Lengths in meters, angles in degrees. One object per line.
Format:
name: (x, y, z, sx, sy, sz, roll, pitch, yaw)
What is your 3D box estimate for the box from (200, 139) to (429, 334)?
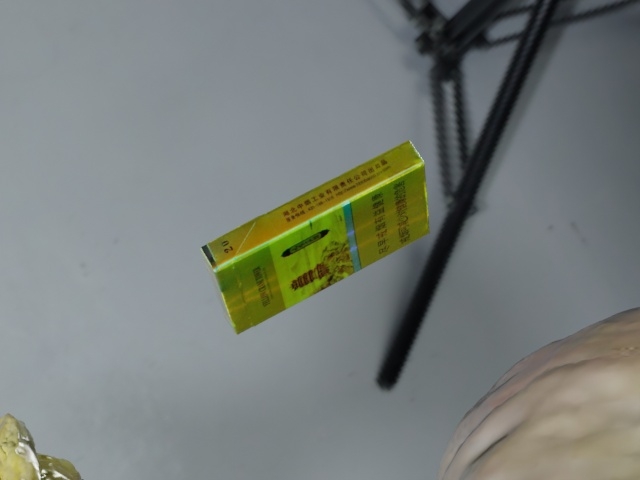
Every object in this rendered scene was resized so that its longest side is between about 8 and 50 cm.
box: (0.000, 0.000, 1.337, 0.193, 0.121, 0.030, -27, 61, -9)

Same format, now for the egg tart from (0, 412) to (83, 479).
egg tart: (-0.233, 0.274, 1.281, 0.095, 0.279, 0.279, 1, 69, -16)

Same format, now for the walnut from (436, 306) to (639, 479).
walnut: (0.156, 0.143, 0.590, 0.248, 0.248, 0.248, 10, 65, -22)
